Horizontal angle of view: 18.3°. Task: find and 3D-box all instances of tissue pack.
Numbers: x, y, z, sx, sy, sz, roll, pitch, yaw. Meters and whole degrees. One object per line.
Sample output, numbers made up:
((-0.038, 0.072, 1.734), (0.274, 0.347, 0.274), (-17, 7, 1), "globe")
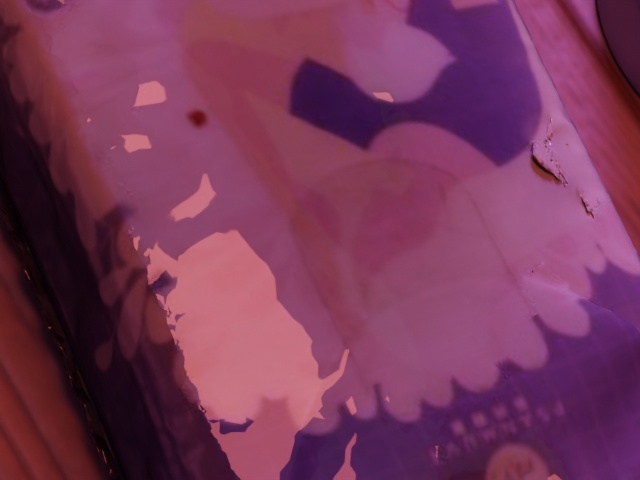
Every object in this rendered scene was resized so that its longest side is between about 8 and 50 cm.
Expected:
((0.000, 0.000, 0.846), (0.242, 0.125, 0.343), (-15, 70, -28), "tissue pack")

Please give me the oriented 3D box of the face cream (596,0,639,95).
((0.252, -0.146, 1.010), (0.177, 0.153, 0.177), (10, 62, -20), "face cream")
